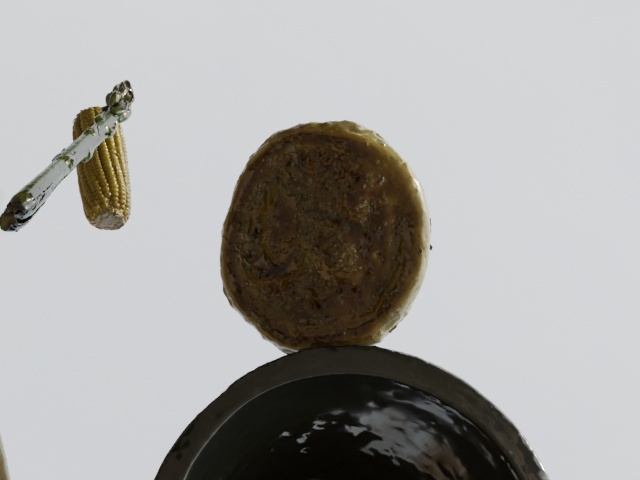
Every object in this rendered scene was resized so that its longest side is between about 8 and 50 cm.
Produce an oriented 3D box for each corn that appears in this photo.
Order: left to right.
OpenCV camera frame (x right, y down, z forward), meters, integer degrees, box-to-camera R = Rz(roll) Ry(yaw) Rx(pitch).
[{"bbox_3d":[-0.147,-0.048,1.172,0.037,0.037,0.092,-32,-129,27],"label":"corn"}]

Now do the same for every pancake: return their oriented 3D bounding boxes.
[{"bbox_3d":[0.000,0.000,1.132,0.158,0.028,0.158,-1,-92,22],"label":"pancake"}]

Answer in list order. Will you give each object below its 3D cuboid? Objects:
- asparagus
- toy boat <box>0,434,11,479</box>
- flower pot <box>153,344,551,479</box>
[{"bbox_3d":[-0.146,-0.056,1.049,0.022,0.023,0.233,-9,-160,14],"label":"asparagus"},{"bbox_3d":[-0.241,0.210,1.087,0.061,0.116,0.188,-157,-123,-80],"label":"toy boat"},{"bbox_3d":[0.013,0.212,1.137,0.166,0.269,0.269,117,-18,-73],"label":"flower pot"}]
